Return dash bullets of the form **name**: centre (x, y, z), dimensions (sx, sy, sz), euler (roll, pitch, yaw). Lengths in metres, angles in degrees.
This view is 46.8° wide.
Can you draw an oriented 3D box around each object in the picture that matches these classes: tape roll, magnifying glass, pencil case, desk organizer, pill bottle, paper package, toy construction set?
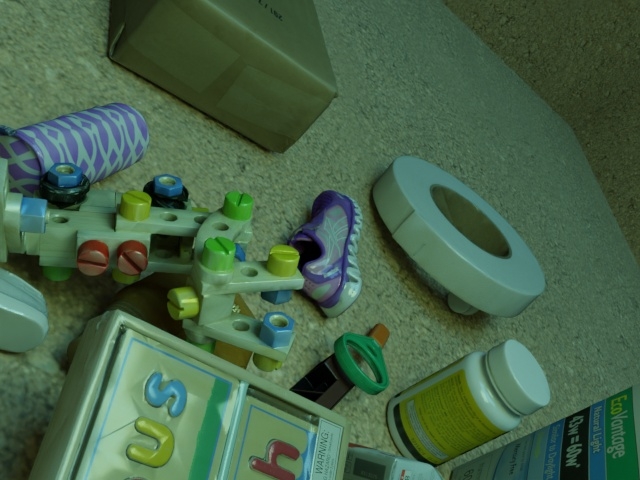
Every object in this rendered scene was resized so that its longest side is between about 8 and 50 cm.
- **tape roll**: centre (0.273, -0.015, 1.454), dimensions (0.392, 0.072, 0.392), euler (32, 26, -18)
- **magnifying glass**: centre (0.070, 0.158, 1.056), dimensions (0.092, 0.026, 0.231), euler (49, 16, 4)
- **pencil case**: centre (-0.283, -0.102, 0.838), dimensions (0.206, 0.088, 0.086), euler (-36, 131, -61)
- **desk organizer**: centre (-0.002, 0.194, 0.951), dimensions (0.050, 0.047, 0.130), euler (53, 29, 4)
- **pill bottle**: centre (0.206, 0.230, 1.041), dimensions (0.119, 0.208, 0.119), euler (35, 35, -29)
- **paper package**: centre (-0.155, -0.350, 1.189), dimensions (0.324, 0.168, 0.310), euler (26, 38, -37)
- **toy construction set**: centre (-0.184, 0.010, 0.696), dimensions (0.327, 0.151, 0.215), euler (18, 27, -25)
- **pill bottle**: centre (0.291, 0.110, 1.433), dimensions (0.116, 0.065, 0.065), euler (-6, 63, -56)

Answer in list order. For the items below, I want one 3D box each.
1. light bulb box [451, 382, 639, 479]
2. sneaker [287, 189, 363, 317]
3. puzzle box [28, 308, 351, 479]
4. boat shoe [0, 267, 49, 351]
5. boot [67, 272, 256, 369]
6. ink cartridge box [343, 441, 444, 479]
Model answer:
- **light bulb box**: centre (0.339, 0.402, 0.894), dimensions (0.225, 0.361, 0.358), euler (50, 29, -7)
- **sneaker**: centre (0.000, 0.000, 1.120), dimensions (0.104, 0.095, 0.236), euler (28, 39, -25)
- **puzzle box**: centre (-0.116, 0.288, 0.562), dimensions (0.272, 0.052, 0.409), euler (32, 54, -32)
- **boat shoe**: centre (-0.323, 0.033, 0.655), dimensions (0.184, 0.066, 0.063), euler (30, 23, -31)
- **boot**: centre (-0.106, 0.155, 0.786), dimensions (0.295, 0.104, 0.211), euler (48, 31, 0)
- **ink cartridge box**: centre (0.087, 0.273, 0.895), dimensions (0.179, 0.145, 0.045), euler (18, 77, -44)
